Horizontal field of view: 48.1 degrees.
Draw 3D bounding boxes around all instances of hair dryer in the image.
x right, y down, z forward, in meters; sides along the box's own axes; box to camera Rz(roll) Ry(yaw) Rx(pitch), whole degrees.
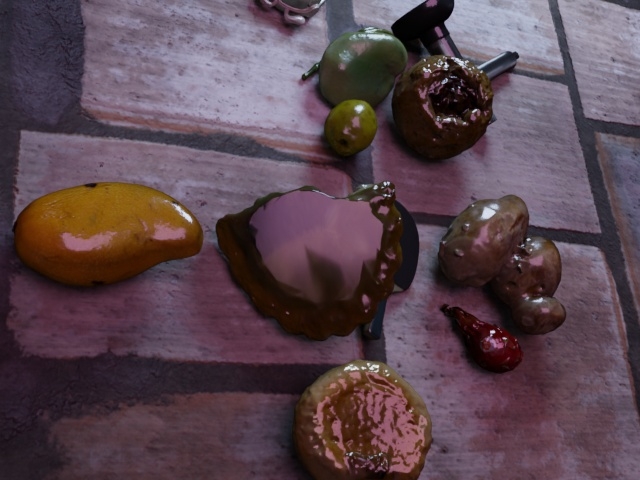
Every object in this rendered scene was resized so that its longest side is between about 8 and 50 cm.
[{"bbox_3d":[0.339,-0.441,1.719,0.320,0.156,0.284,54,37,-11],"label":"hair dryer"}]

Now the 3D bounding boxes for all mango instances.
[{"bbox_3d":[-0.348,-0.010,1.182,0.295,0.120,0.177,-3,62,-27],"label":"mango"}]

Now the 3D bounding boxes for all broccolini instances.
[{"bbox_3d":[0.002,-0.394,1.562,0.035,0.030,0.140,29,60,31],"label":"broccolini"}]

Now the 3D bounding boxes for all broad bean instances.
[{"bbox_3d":[0.091,-0.376,1.548,0.169,0.100,0.228,43,63,-19],"label":"broad bean"}]

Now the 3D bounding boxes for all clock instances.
[{"bbox_3d":[-0.054,-0.568,1.589,0.152,0.062,0.191,31,60,-9],"label":"clock"}]

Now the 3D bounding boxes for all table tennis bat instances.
[{"bbox_3d":[0.129,0.052,1.399,0.173,0.022,0.301,34,57,-33],"label":"table tennis bat"}]

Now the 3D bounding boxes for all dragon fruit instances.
[{"bbox_3d":[0.315,0.194,1.419,0.191,0.094,0.094,37,58,5],"label":"dragon fruit"}]

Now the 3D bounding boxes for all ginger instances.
[{"bbox_3d":[0.392,0.047,1.472,0.304,0.155,0.244,40,56,-4],"label":"ginger"}]

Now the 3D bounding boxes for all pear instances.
[{"bbox_3d":[0.062,-0.234,1.476,0.107,0.107,0.131,29,54,-11],"label":"pear"}]

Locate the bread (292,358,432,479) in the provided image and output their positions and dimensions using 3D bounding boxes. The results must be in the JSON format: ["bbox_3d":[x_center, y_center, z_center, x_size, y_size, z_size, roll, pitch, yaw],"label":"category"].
[{"bbox_3d":[0.065,0.326,1.217,0.245,0.134,0.244,8,68,-19],"label":"bread"}]

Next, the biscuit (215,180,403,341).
[{"bbox_3d":[0.000,0.000,1.293,0.329,0.078,0.335,41,83,1],"label":"biscuit"}]

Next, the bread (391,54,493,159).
[{"bbox_3d":[0.266,-0.291,1.541,0.230,0.123,0.229,-1,94,-9],"label":"bread"}]
